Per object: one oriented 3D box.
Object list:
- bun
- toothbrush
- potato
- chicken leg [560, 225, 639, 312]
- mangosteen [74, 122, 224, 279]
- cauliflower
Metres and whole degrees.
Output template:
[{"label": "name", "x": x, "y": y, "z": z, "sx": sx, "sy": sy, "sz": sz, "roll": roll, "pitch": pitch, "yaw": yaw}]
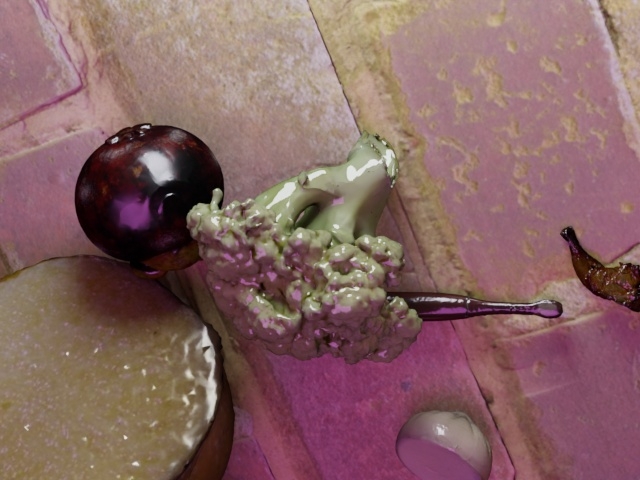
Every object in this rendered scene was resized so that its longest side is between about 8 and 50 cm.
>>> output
[{"label": "bun", "x": 0.174, "y": 0.272, "z": 1.612, "sx": 0.138, "sy": 0.094, "sz": 0.138, "roll": 22, "pitch": 150, "yaw": 14}, {"label": "toothbrush", "x": 0.137, "y": 0.087, "z": 1.583, "sx": 0.364, "sy": 0.041, "sz": 0.041, "roll": -1, "pitch": 109, "yaw": 16}, {"label": "potato", "x": -0.335, "y": 0.254, "z": 1.636, "sx": 0.442, "sy": 0.385, "sz": 0.319, "roll": 25, "pitch": 149, "yaw": 15}, {"label": "chicken leg", "x": 0.357, "y": 0.041, "z": 1.507, "sx": 0.145, "sy": 0.037, "sz": 0.062, "roll": 30, "pitch": 92, "yaw": 3}, {"label": "mangosteen", "x": -0.217, "y": -0.051, "z": 1.547, "sx": 0.209, "sy": 0.210, "sz": 0.210, "roll": 5, "pitch": 110, "yaw": 14}, {"label": "cauliflower", "x": -0.003, "y": 0.020, "z": 1.461, "sx": 0.327, "sy": 0.260, "sz": 0.281, "roll": 23, "pitch": 113, "yaw": -24}]
